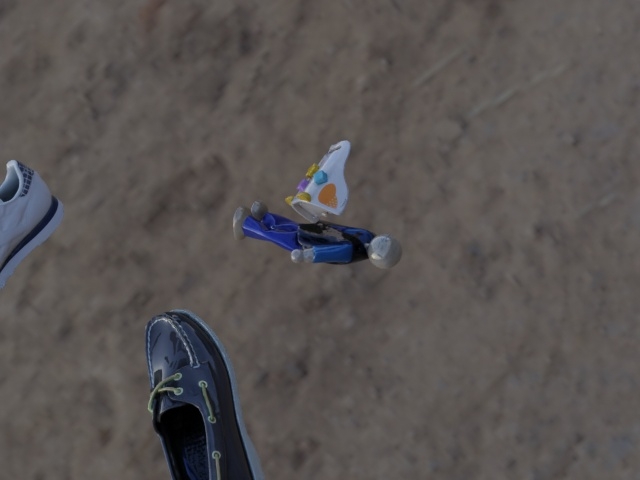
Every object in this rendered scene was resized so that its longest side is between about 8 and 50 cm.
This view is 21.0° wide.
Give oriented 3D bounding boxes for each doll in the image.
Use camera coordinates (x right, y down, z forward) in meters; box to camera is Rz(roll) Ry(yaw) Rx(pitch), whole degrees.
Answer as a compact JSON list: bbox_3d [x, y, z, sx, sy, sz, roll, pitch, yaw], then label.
[{"bbox_3d":[0.000,0.000,1.855,0.189,0.046,0.129,13,17,24],"label":"doll"}]

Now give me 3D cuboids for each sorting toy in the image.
[{"bbox_3d":[0.005,-0.062,1.683,0.075,0.045,0.083,-64,14,-13],"label":"sorting toy"}]

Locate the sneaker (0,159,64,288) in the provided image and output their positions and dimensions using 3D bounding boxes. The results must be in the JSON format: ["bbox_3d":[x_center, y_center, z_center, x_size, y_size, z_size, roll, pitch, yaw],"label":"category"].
[{"bbox_3d":[-0.429,0.007,2.165,0.090,0.095,0.235,18,64,43],"label":"sneaker"}]

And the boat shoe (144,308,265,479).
[{"bbox_3d":[-0.119,0.161,1.599,0.081,0.068,0.228,-40,61,30],"label":"boat shoe"}]
